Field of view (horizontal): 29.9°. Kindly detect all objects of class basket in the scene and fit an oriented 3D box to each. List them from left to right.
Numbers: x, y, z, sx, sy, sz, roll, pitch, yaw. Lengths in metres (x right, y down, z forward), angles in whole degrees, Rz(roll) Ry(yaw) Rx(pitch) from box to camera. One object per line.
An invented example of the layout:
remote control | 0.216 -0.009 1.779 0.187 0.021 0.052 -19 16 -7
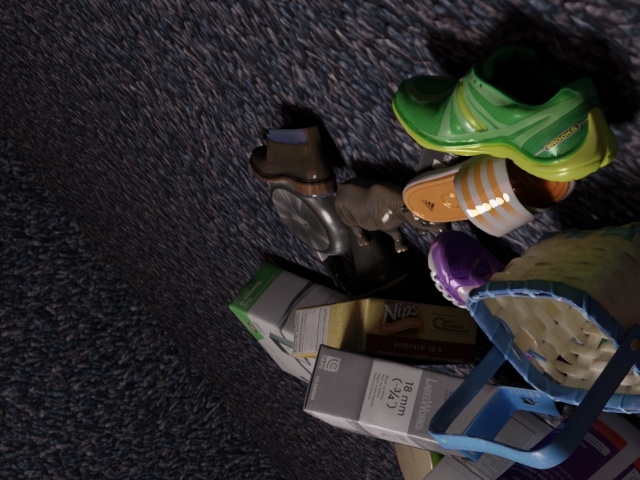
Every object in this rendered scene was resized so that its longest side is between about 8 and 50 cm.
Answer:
basket | 0.264 0.124 1.318 0.201 0.289 0.255 51 161 -15

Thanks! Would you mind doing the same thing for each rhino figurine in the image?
rhino figurine | 0.101 -0.041 1.660 0.106 0.073 0.243 51 159 -22

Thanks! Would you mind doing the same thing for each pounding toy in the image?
pounding toy | 0.213 0.353 2.204 0.183 0.110 0.236 -155 56 -69

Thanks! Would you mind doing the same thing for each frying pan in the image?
frying pan | -0.021 -0.020 1.999 0.197 0.053 0.326 42 157 14

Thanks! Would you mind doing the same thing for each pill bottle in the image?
pill bottle | 0.318 0.386 1.657 0.181 0.323 0.181 48 162 21

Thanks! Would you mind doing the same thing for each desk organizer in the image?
desk organizer | 0.150 -0.092 1.484 0.047 0.050 0.130 27 150 11

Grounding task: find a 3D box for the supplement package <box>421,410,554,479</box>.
supplement package | 0.285 0.430 1.920 0.198 0.263 0.199 35 157 28

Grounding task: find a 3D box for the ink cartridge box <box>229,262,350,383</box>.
ink cartridge box | -0.005 0.178 2.216 0.289 0.121 0.211 19 152 52

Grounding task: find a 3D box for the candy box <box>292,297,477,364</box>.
candy box | 0.093 0.148 1.889 0.183 0.087 0.316 9 170 -20

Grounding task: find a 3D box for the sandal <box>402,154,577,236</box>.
sandal | 0.186 -0.042 1.396 0.102 0.076 0.265 42 148 -21

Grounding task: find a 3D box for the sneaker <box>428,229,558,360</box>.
sneaker | 0.246 0.070 1.568 0.236 0.095 0.104 44 155 -10

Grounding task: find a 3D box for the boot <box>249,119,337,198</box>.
boot | -0.046 -0.141 1.802 0.219 0.082 0.106 26 131 53

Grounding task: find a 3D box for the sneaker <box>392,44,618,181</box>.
sneaker | 0.190 -0.149 1.254 0.295 0.109 0.123 20 129 50

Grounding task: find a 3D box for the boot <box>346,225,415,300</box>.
boot | 0.071 0.023 1.880 0.137 0.077 0.198 61 157 -5

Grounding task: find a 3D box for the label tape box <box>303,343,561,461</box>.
label tape box | 0.169 0.254 1.759 0.334 0.106 0.240 11 168 18
